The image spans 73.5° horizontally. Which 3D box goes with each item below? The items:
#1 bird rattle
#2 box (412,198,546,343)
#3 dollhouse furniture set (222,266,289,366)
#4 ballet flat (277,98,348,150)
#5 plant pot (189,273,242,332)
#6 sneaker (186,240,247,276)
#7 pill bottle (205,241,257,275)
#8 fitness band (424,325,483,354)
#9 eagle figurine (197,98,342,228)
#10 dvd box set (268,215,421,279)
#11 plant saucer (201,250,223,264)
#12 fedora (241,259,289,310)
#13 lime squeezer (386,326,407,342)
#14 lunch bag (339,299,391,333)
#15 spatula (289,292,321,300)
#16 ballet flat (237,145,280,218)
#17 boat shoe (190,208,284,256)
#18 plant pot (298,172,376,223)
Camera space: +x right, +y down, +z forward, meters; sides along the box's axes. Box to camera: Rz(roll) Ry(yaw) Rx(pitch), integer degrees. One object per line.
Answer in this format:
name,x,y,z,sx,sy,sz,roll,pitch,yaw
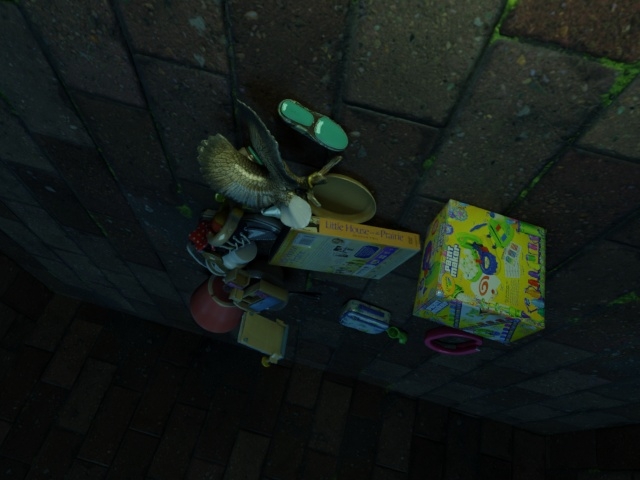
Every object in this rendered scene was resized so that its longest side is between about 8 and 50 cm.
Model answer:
bird rattle,-0.317,-0.063,1.349,0.143,0.253,0.207,40,-177,-28
box,0.430,0.085,1.162,0.279,0.290,0.177,18,153,-1
dollhouse furniture set,-0.295,0.320,1.682,0.286,0.304,0.198,30,138,-32
ballet flat,-0.020,-0.273,1.021,0.188,0.070,0.070,30,149,-20
plant pot,-0.461,0.270,2.026,0.274,0.275,0.243,24,143,-13
sneaker,-0.461,0.091,1.851,0.129,0.111,0.297,-5,144,44
pill bottle,-0.352,0.057,1.698,0.131,0.131,0.229,33,148,-27
fitness band,0.616,0.468,1.996,0.208,0.054,0.291,25,150,-14
eagle figurine,-0.134,-0.181,1.074,0.298,0.227,0.225,19,-171,-40
dvd box set,0.066,0.031,1.401,0.419,0.062,0.308,9,154,-15
plant saucer,-0.374,0.057,1.496,0.083,0.015,0.083,17,155,8
fedora,-0.241,0.180,1.862,0.243,0.124,0.276,8,142,12
lime squeezer,0.365,0.458,2.132,0.310,0.059,0.110,34,177,-32
lunch bag,0.204,0.355,1.982,0.218,0.090,0.176,21,149,-11
spatula,-0.127,0.261,2.048,0.296,0.030,0.084,0,145,29
ballet flat,-0.155,-0.138,1.259,0.106,0.108,0.316,-40,124,4
boat shoe,-0.294,-0.007,1.524,0.340,0.158,0.127,6,150,19
plant pot,0.050,-0.125,1.264,0.236,0.033,0.236,13,152,7
